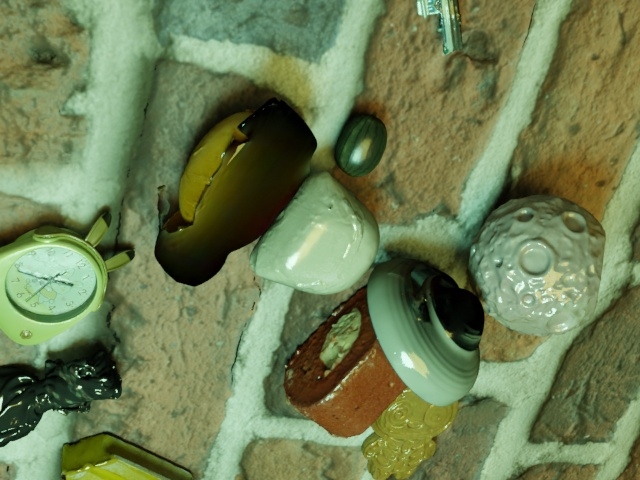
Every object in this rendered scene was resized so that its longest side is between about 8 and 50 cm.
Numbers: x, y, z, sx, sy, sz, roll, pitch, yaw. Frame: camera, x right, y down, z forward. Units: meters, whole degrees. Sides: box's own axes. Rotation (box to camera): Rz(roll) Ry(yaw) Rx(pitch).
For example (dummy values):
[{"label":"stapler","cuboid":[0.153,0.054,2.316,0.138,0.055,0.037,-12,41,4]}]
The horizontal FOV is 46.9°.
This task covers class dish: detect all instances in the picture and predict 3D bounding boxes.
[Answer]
[{"label":"dish","cuboid":[0.215,0.133,1.273,0.134,0.273,0.273,-33,126,29]}]

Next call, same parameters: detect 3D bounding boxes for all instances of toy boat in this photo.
[{"label":"toy boat","cuboid":[0.184,-0.358,1.143,0.066,0.059,0.140,-5,124,14]}]

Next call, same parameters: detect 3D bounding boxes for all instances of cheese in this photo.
[{"label":"cheese","cuboid":[0.000,0.000,1.210,0.189,0.154,0.198,33,99,-28]}]

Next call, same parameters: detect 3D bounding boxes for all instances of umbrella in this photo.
[{"label":"umbrella","cuboid":[-0.471,0.259,1.222,0.272,0.110,0.122,-20,122,-3]}]

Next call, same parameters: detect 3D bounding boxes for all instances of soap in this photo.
[{"label":"soap","cuboid":[-0.377,0.463,1.374,0.160,0.080,0.257,-47,121,7]}]

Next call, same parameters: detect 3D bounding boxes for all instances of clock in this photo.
[{"label":"clock","cuboid":[-0.409,0.051,1.147,0.232,0.069,0.170,-27,122,-5]}]

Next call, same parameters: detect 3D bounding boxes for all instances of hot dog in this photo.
[{"label":"hot dog","cuboid":[-0.152,-0.093,1.133,0.326,0.107,0.194,-39,134,12]}]

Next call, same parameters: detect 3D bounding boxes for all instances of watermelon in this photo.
[{"label":"watermelon","cuboid":[0.067,-0.156,1.197,0.078,0.078,0.111,13,112,-25]}]

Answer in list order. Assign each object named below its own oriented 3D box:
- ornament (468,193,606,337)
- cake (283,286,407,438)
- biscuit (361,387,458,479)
[{"label":"ornament","cuboid":[0.381,0.044,1.313,0.225,0.259,0.259,9,121,20]},{"label":"cake","cuboid":[0.066,0.229,1.345,0.283,0.177,0.151,-43,123,5]},{"label":"biscuit","cuboid":[0.183,0.396,1.559,0.202,0.044,0.289,10,111,-24]}]
